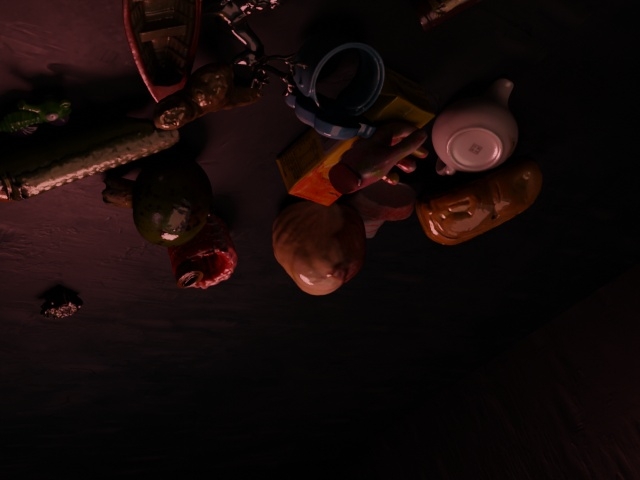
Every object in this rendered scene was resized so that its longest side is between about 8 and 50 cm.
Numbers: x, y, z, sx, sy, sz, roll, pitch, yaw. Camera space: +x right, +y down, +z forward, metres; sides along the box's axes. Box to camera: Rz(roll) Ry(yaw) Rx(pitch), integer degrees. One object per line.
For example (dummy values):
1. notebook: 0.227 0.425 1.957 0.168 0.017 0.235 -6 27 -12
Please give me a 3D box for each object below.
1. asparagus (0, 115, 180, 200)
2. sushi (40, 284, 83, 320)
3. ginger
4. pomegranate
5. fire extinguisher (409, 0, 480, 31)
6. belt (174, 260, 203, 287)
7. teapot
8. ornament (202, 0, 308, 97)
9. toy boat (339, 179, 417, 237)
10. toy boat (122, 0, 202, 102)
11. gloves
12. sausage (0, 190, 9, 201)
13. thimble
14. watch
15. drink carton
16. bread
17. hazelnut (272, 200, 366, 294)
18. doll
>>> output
1. asparagus: -0.468 -0.174 1.586 0.381 0.128 0.108 -20 111 -11
2. sushi: -0.673 0.166 2.096 0.084 0.056 0.083 -30 157 14
3. ginger: -0.202 -0.275 1.530 0.148 0.081 0.333 -55 173 17
4. pomegranate: -0.350 -0.091 1.755 0.247 0.202 0.202 12 146 -1
5. fire extinguisher: 0.300 -0.500 1.586 0.252 0.075 0.106 -28 178 11
6. belt: -0.314 0.084 1.949 0.059 0.036 0.083 10 142 -40
7. teapot: 0.367 -0.255 1.968 0.204 0.139 0.298 27 134 -19
8. ornament: -0.083 -0.374 1.467 0.202 0.080 0.236 -22 129 19
9. toy boat: 0.134 -0.068 2.205 0.206 0.096 0.282 -1 159 -15
10. toy boat: -0.274 -0.383 1.397 0.136 0.079 0.392 -13 150 -17
11. gloves: 0.133 -0.187 1.734 0.241 0.126 0.145 -41 161 -32
12. sausage: -0.676 -0.113 1.623 0.183 0.054 0.062 15 117 -42
13. thimble: -0.297 0.029 2.026 0.163 0.125 0.190 -12 150 -15
14. watch: 0.040 -0.319 1.630 0.210 0.211 0.193 2 121 -34
15. drink carton: 0.076 -0.232 1.844 0.351 0.111 0.154 -40 146 28
16. bread: 0.418 -0.102 2.111 0.327 0.148 0.337 -23 -175 2
17. hazelnut: 0.000 0.000 2.069 0.261 0.261 0.241 -11 136 -16
18. doll: -0.553 -0.231 1.504 0.190 0.050 0.115 -14 162 1
